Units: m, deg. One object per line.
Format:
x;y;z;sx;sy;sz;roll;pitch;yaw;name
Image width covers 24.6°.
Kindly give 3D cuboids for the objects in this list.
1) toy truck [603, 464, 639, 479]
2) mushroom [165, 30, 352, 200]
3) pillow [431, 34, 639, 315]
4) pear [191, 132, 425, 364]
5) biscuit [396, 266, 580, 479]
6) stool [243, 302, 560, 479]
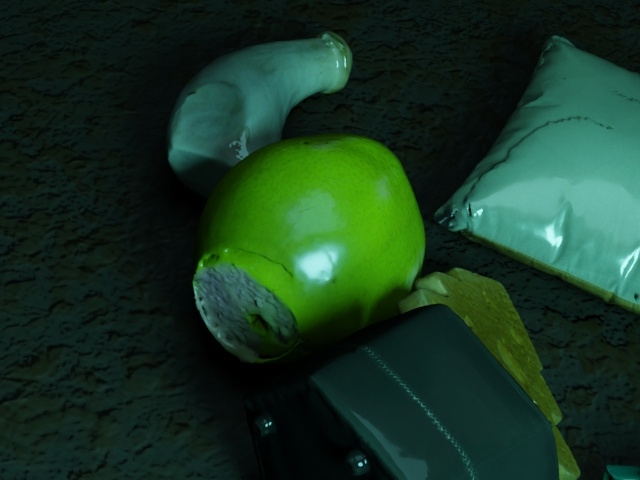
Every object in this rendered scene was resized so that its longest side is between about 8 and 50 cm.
0.413;0.218;1.130;0.363;0.176;0.178;-2;24;-13;toy truck
-0.061;-0.132;1.382;0.118;0.103;0.270;24;42;8;mushroom
0.299;-0.049;1.384;0.310;0.119;0.312;27;48;6;pillow
0.000;0.000;1.219;0.187;0.187;0.220;35;46;17;pear
0.135;0.098;1.207;0.212;0.041;0.238;47;20;-14;biscuit
0.057;0.169;1.059;0.141;0.232;0.232;-28;60;-30;stool
